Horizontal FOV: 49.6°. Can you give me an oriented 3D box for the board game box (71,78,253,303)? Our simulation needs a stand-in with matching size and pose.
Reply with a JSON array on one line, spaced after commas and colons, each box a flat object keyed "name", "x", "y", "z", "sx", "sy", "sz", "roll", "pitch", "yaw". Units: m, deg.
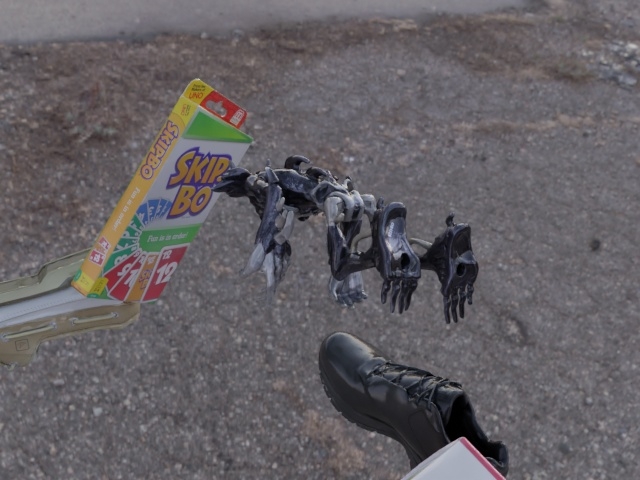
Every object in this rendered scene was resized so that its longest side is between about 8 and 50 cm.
[{"name": "board game box", "x": -0.168, "y": -0.047, "z": 0.781, "sx": 0.039, "sy": 0.260, "sz": 0.124, "roll": 31, "pitch": 4, "yaw": 23}]

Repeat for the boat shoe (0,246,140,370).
[{"name": "boat shoe", "x": -0.363, "y": 0.100, "z": 0.817, "sx": 0.302, "sy": 0.103, "sz": 0.113, "roll": -20, "pitch": 15, "yaw": -11}]

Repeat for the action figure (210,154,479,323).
[{"name": "action figure", "x": 0.000, "y": 0.000, "z": 0.643, "sx": 0.164, "sy": 0.141, "sz": 0.275, "roll": 3, "pitch": 14, "yaw": -40}]

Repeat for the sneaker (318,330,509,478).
[{"name": "sneaker", "x": 0.116, "y": 0.199, "z": 0.850, "sx": 0.286, "sy": 0.130, "sz": 0.109, "roll": 39, "pitch": 47, "yaw": 23}]

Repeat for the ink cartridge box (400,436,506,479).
[{"name": "ink cartridge box", "x": 0.200, "y": 0.371, "z": 0.704, "sx": 0.117, "sy": 0.283, "sz": 0.207, "roll": -36, "pitch": 34, "yaw": -9}]
